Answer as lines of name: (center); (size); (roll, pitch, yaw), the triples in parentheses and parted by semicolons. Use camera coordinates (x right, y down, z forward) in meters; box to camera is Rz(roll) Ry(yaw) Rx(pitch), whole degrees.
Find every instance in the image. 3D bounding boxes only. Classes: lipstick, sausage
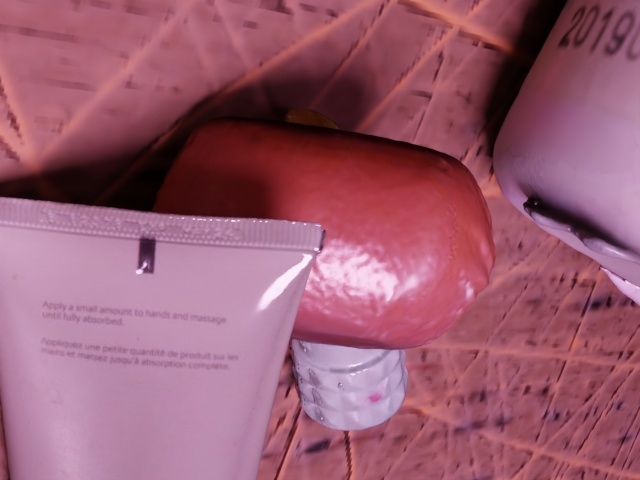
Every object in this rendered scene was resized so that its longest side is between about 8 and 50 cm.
lipstick: (0.004, 0.006, 0.578); (0.037, 0.037, 0.116); (-39, 139, -32)
sausage: (0.000, 0.001, 0.516); (0.059, 0.094, 0.054); (131, -32, -73)

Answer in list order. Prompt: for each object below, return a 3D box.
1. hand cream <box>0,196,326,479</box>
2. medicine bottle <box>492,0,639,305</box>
hand cream: (-0.050, 0.066, 0.515); (0.054, 0.087, 0.186); (-88, -176, -53)
medicine bottle: (0.228, -0.129, 0.622); (0.378, 0.213, 0.213); (-61, 150, 1)
